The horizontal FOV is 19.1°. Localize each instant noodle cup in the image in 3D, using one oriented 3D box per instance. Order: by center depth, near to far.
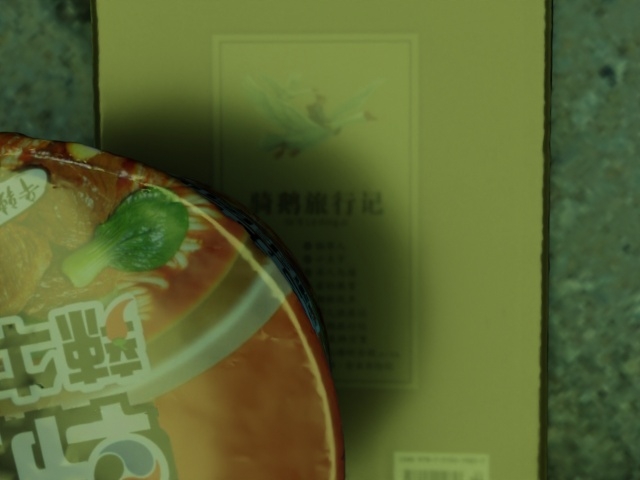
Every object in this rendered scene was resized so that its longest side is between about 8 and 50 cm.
[{"bbox_3d":[-0.104,0.071,0.807,0.250,0.192,0.250,1,97,6],"label":"instant noodle cup"}]

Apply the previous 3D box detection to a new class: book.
[{"bbox_3d":[0.000,0.000,0.893,0.217,0.021,0.310,1,97,7],"label":"book"}]
